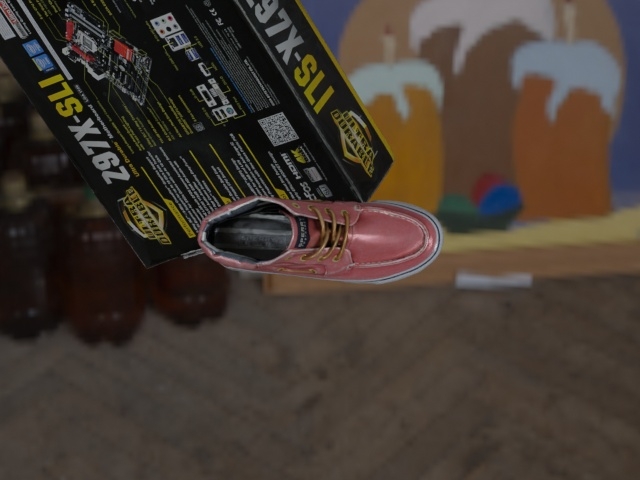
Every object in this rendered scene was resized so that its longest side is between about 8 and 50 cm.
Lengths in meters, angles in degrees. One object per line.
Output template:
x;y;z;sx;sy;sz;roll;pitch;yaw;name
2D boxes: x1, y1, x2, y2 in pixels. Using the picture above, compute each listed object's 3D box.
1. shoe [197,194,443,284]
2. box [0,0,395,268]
0.000;0.000;1.377;0.178;0.063;0.081;0;-3;8;shoe
-0.124;-0.143;1.570;0.257;0.322;0.079;-15;28;39;box
